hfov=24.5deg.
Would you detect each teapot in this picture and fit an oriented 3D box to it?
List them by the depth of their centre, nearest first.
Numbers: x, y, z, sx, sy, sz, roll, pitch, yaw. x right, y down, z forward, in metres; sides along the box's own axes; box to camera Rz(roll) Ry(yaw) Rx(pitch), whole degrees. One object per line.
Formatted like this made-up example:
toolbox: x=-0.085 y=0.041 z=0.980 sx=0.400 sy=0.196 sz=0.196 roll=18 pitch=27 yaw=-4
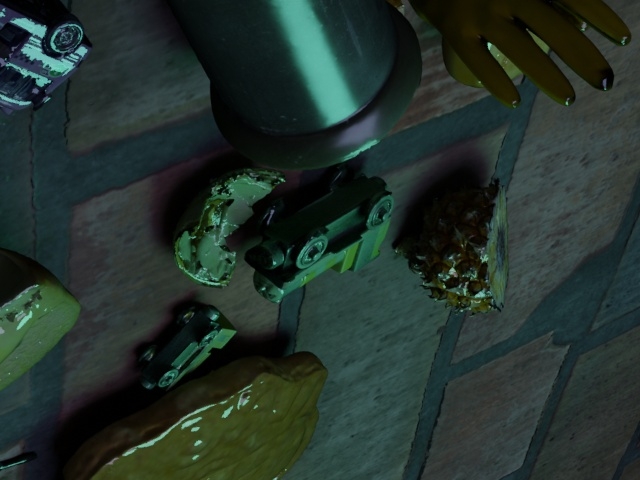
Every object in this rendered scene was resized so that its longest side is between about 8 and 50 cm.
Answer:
teapot: x=-0.026 y=-0.248 z=1.225 sx=0.270 sy=0.200 sz=0.337 roll=-42 pitch=147 yaw=-9

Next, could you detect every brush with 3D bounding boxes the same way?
brush: x=-0.350 y=0.249 z=1.626 sx=0.083 sy=0.008 sz=0.024 roll=-15 pitch=137 yaw=-39

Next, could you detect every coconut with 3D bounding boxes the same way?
coconut: x=-0.104 y=-0.024 z=1.531 sx=0.158 sy=0.055 sz=0.133 roll=-53 pitch=150 yaw=18

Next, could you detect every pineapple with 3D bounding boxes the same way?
pineapple: x=0.159 y=0.011 z=1.833 sx=0.176 sy=0.137 sz=0.161 roll=72 pitch=25 yaw=-51

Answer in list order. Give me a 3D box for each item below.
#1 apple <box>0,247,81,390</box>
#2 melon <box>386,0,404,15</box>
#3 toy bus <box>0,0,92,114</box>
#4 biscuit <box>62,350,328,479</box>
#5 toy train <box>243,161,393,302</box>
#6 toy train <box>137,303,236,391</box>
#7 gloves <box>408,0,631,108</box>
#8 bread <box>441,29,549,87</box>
apple: x=-0.353 y=0.101 z=1.345 sx=0.265 sy=0.120 sz=0.193 roll=-35 pitch=161 yaw=-8
melon: x=0.006 y=-0.180 z=1.476 sx=0.182 sy=0.054 sz=0.098 roll=-20 pitch=137 yaw=-32
toy bus: x=-0.275 y=-0.172 z=1.120 sx=0.108 sy=0.096 sz=0.199 roll=-47 pitch=147 yaw=14
biscuit: x=-0.153 y=0.282 z=1.802 sx=0.385 sy=0.062 sz=0.365 roll=-22 pitch=149 yaw=-33
toy train: x=-0.001 y=0.000 z=1.636 sx=0.200 sy=0.083 sz=0.132 roll=-29 pitch=147 yaw=-37
toy train: x=-0.152 y=0.120 z=1.663 sx=0.122 sy=0.050 sz=0.081 roll=-46 pitch=161 yaw=10
gloves: x=0.156 y=-0.218 z=1.364 sx=0.133 sy=0.294 sz=0.116 roll=-44 pitch=148 yaw=-1
bread: x=0.193 y=-0.265 z=1.539 sx=0.147 sy=0.098 sz=0.217 roll=-26 pitch=144 yaw=-39
